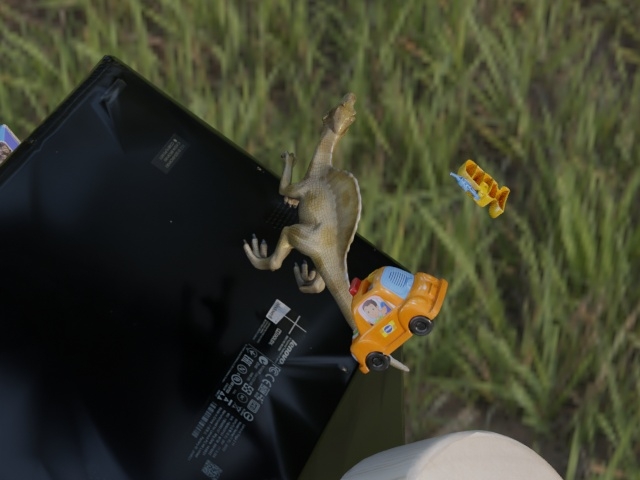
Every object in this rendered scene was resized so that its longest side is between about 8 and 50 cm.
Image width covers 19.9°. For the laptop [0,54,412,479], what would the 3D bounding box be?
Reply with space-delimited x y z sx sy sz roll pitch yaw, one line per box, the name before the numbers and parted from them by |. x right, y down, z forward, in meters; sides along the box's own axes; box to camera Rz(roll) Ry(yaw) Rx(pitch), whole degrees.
laptop | -0.099 0.156 1.175 0.408 0.236 0.382 37 37 -3

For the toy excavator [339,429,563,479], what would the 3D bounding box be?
toy excavator | 0.050 0.368 0.851 0.433 0.222 0.445 -34 96 -35

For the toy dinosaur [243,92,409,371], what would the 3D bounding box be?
toy dinosaur | 0.000 0.000 1.114 0.053 0.092 0.183 5 69 -35

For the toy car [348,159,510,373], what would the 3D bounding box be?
toy car | 0.046 0.009 0.913 0.040 0.060 0.122 42 48 -12

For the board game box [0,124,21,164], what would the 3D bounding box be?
board game box | -0.384 0.062 1.821 0.232 0.141 0.291 -21 42 14
